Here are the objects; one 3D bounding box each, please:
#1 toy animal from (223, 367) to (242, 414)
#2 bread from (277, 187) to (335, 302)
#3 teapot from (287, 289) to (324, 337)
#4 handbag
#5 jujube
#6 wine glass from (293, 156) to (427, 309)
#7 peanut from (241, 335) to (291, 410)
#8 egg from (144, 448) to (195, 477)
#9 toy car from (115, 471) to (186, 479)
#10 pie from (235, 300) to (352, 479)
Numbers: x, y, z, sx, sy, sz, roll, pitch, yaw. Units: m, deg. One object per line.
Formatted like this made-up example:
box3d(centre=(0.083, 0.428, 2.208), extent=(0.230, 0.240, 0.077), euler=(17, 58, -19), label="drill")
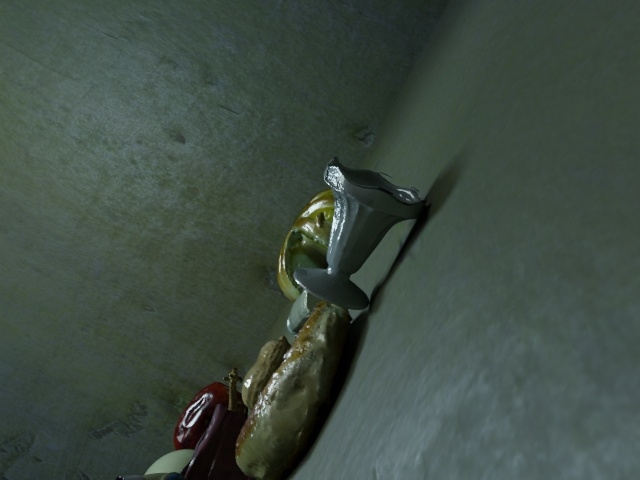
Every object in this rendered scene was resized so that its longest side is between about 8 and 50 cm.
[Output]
box3d(centre=(-0.213, 0.436, 1.872), extent=(0.275, 0.054, 0.149), euler=(88, -173, -49), label="toy animal")
box3d(centre=(0.000, 0.000, 1.841), extent=(0.333, 0.160, 0.333), euler=(-60, 2, 4), label="bread")
box3d(centre=(-0.017, 0.162, 1.551), extent=(0.200, 0.077, 0.107), euler=(124, 153, -65), label="teapot")
box3d(centre=(-0.179, 0.415, 1.403), extent=(0.225, 0.135, 0.146), euler=(-71, 5, -63), label="handbag")
box3d(centre=(-0.316, 0.533, 2.175), extent=(0.243, 0.183, 0.183), euler=(-62, 3, -13), label="jujube")
box3d(centre=(0.049, -0.010, 1.151), extent=(0.165, 0.165, 0.196), euler=(-74, 9, -76), label="wine glass")
box3d(centre=(-0.125, 0.315, 1.842), extent=(0.228, 0.086, 0.104), euler=(-64, -15, -45), label="peanut")
box3d(centre=(-0.307, 0.563, 1.689), extent=(0.188, 0.188, 0.253), euler=(-62, 0, 8), label="egg")
box3d(centre=(-0.292, 0.559, 1.267), extent=(0.336, 0.226, 0.242), euler=(-47, 49, 34), label="toy car")
box3d(centre=(-0.040, 0.227, 1.178), extent=(0.315, 0.092, 0.315), euler=(-62, 1, 2), label="pie")
